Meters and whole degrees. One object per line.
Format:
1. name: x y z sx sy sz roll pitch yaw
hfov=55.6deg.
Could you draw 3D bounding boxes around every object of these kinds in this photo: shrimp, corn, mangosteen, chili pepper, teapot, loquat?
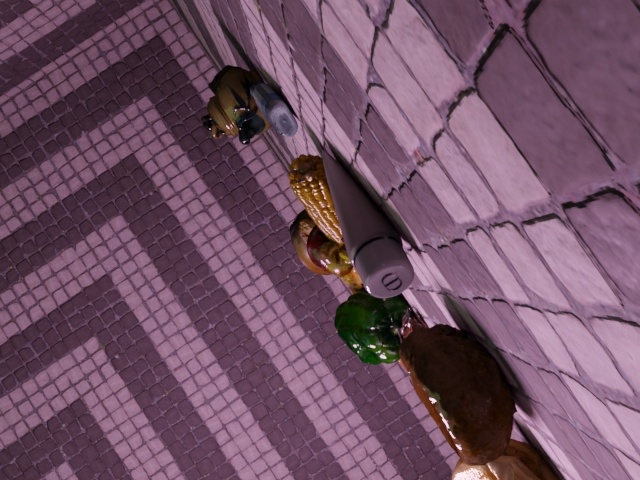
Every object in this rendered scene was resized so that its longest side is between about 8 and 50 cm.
1. shrimp: 0.232 0.234 1.500 0.073 0.075 0.190 -111 0 -58
2. corn: 0.012 -0.081 1.332 0.102 0.102 0.313 55 178 32
3. mangosteen: 0.036 0.023 1.534 0.181 0.146 0.156 -85 -29 -61
4. chili pepper: 0.138 0.254 1.716 0.213 0.167 0.385 62 166 -1
5. teapot: -0.217 -0.338 1.523 0.269 0.183 0.173 56 180 33
6. loquat: 0.000 0.000 1.970 0.227 0.179 0.179 61 178 -8

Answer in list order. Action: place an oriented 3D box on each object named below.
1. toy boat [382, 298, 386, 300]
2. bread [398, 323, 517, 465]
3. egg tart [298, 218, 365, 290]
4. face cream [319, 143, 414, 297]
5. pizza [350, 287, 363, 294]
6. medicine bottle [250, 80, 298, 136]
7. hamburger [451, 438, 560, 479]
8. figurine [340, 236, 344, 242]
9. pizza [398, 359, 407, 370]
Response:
1. toy boat: 0.122 0.048 1.422 0.093 0.055 0.293 56 180 36
2. bread: 0.220 0.232 0.953 0.230 0.123 0.230 61 179 1
3. egg tart: 0.061 0.026 1.756 0.291 0.107 0.291 42 169 10
4. face cream: 0.069 -0.037 1.028 0.143 0.089 0.314 54 -168 -42
5. pizza: 0.148 0.114 1.903 0.204 0.081 0.188 66 158 12
6. medicine bottle: -0.109 -0.300 1.340 0.090 0.054 0.208 55 -179 -39
7. hamburger: 0.332 0.453 1.072 0.214 0.108 0.213 20 118 43
8. figurine: 0.105 0.027 1.112 0.136 0.077 0.079 49 158 -7
9. pizza: 0.275 0.321 1.888 0.305 0.086 0.161 59 162 -12
